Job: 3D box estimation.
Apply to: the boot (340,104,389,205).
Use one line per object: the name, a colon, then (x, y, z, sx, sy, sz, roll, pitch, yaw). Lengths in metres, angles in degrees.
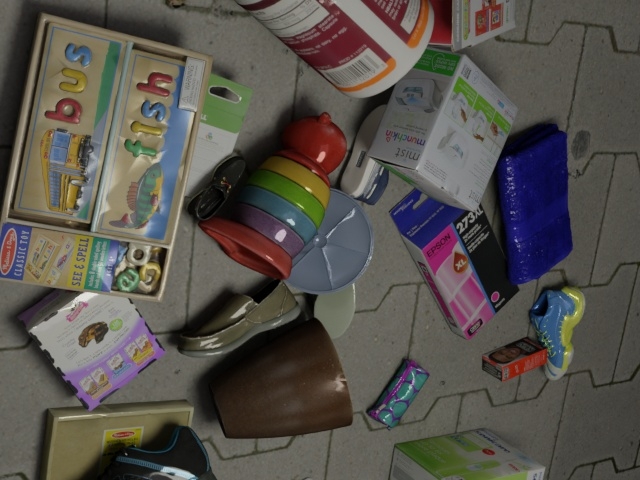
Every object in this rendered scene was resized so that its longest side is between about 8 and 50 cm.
boot: (0.107, -0.163, 1.785, 0.086, 0.069, 0.190, 21, 97, -51)

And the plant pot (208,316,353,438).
plant pot: (-0.085, 0.281, 1.740, 0.230, 0.215, 0.215, -17, 116, -13)

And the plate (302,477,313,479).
plate: (-0.078, 0.683, 1.972, 0.277, 0.045, 0.278, -33, 122, -20)

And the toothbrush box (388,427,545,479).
toothbrush box: (0.327, 0.536, 2.092, 0.283, 0.206, 0.122, 0, 106, -33)

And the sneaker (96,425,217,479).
sneaker: (-0.356, 0.436, 1.624, 0.340, 0.125, 0.140, -18, 89, -26)

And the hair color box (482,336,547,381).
hair color box: (0.454, 0.277, 2.167, 0.141, 0.072, 0.043, -18, 117, -29)

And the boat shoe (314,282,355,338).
boat shoe: (0.035, 0.074, 1.802, 0.079, 0.081, 0.228, 6, 100, 3)

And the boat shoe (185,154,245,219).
boat shoe: (-0.168, -0.087, 1.554, 0.133, 0.042, 0.049, -49, 127, -13)

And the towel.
towel: (0.475, -0.078, 2.014, 0.227, 0.076, 0.308, -34, 121, -40)

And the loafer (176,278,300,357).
loafer: (-0.156, 0.138, 1.703, 0.251, 0.094, 0.088, -24, 107, -31)

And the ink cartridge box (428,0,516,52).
ink cartridge box: (0.239, -0.509, 1.640, 0.272, 0.130, 0.310, -32, 125, -50)

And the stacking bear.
stacking bear: (-0.056, -0.092, 1.637, 0.289, 0.164, 0.175, -60, 152, -14)

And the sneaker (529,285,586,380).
sneaker: (0.542, 0.217, 2.211, 0.126, 0.091, 0.240, 7, 103, -17)

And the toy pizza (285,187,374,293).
toy pizza: (0.000, 0.000, 1.734, 0.201, 0.032, 0.201, 0, 96, 3)

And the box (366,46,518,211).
box: (0.240, -0.206, 1.761, 0.262, 0.126, 0.231, 25, 88, -53)

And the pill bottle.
pill bottle: (-0.013, -0.425, 1.500, 0.392, 0.224, 0.224, 35, 86, -38)

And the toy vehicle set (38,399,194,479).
toy vehicle set: (-0.365, 0.377, 1.671, 0.266, 0.035, 0.166, 3, 105, -35)

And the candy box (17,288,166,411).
candy box: (-0.381, 0.159, 1.559, 0.164, 0.070, 0.196, -37, 124, -18)

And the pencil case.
pencil case: (0.169, 0.331, 1.998, 0.152, 0.064, 0.070, -55, 144, -6)

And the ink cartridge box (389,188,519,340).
ink cartridge box: (0.292, 0.028, 1.976, 0.175, 0.069, 0.371, -41, 123, -15)

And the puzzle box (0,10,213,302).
puzzle box: (-0.340, -0.121, 1.440, 0.272, 0.052, 0.409, 10, 97, -22)

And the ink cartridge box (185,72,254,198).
ink cartridge box: (-0.203, -0.176, 1.562, 0.109, 0.062, 0.209, 16, 98, -38)
